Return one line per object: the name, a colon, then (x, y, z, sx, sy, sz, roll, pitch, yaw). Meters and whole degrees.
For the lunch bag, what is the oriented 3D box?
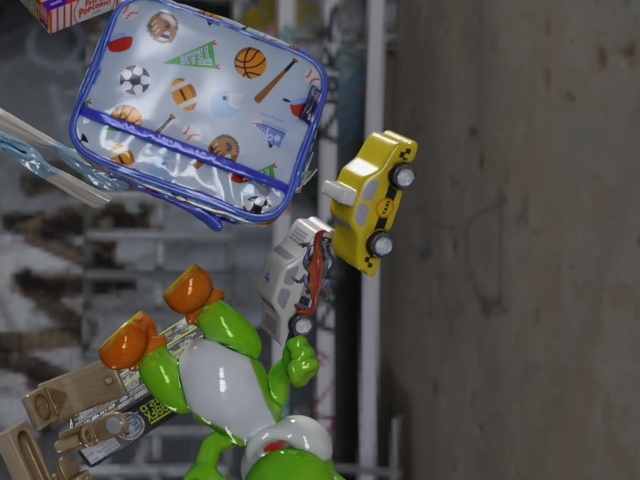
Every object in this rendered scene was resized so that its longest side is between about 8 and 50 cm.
lunch bag: (-0.144, -0.149, 1.636, 0.115, 0.303, 0.243, 137, 154, -79)

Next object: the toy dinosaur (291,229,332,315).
toy dinosaur: (-0.013, 0.041, 1.508, 0.090, 0.047, 0.082, 80, -167, -66)

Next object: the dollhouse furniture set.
dollhouse furniture set: (-0.331, 0.258, 1.767, 0.144, 0.123, 0.151, 67, -161, -4)

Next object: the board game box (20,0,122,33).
board game box: (-0.370, -0.385, 1.872, 0.193, 0.147, 0.045, 46, 147, 26)

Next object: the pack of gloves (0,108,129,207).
pack of gloves: (-0.400, -0.134, 2.001, 0.195, 0.232, 0.046, -11, 52, 62)

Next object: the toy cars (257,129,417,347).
toy cars: (0.000, 0.000, 1.794, 0.393, 0.087, 0.176, -48, 38, 43)

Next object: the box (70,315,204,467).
box: (-0.284, 0.237, 2.184, 0.060, 0.270, 0.216, 58, 180, -20)

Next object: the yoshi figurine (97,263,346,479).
yoshi figurine: (-0.088, 0.213, 1.552, 0.362, 0.203, 0.203, 50, 137, -2)
